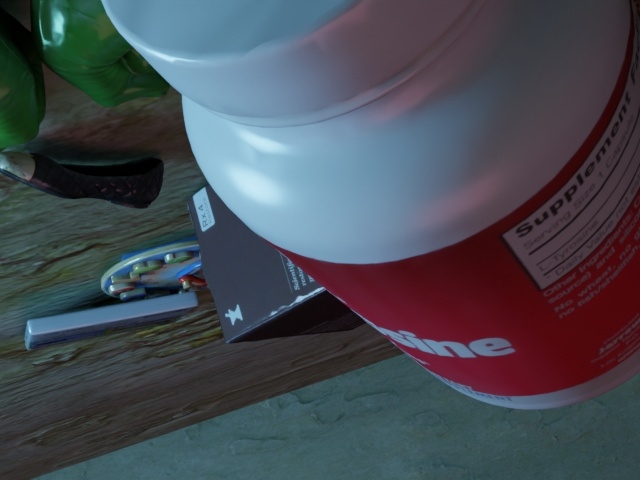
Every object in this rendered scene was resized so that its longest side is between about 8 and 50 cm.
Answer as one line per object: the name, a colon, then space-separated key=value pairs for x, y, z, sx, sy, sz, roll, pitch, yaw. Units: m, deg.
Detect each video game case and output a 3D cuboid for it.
video game case: x=-0.283 y=0.108 z=1.269 sx=0.212 sy=0.023 sz=0.193 roll=-10 pitch=171 yaw=-20

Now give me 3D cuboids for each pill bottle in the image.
pill bottle: x=0.071 y=-0.063 z=0.535 sx=0.229 sy=0.229 sz=0.407 roll=-23 pitch=147 yaw=18

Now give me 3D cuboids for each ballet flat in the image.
ballet flat: x=-0.210 y=-0.062 z=0.837 sx=0.057 sy=0.049 sz=0.173 roll=26 pitch=-169 yaw=34

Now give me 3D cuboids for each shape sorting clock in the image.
shape sorting clock: x=-0.172 y=0.040 z=1.200 sx=0.206 sy=0.040 sz=0.206 roll=-17 pitch=164 yaw=-5

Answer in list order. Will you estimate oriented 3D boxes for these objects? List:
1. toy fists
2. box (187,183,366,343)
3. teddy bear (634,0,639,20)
toy fists: x=-0.170 y=-0.124 z=0.562 sx=0.279 sy=0.096 sz=0.142 roll=-20 pitch=164 yaw=2
box: x=0.000 y=0.000 z=1.018 sx=0.167 sy=0.169 sz=0.203 roll=-30 pitch=161 yaw=39
teddy bear: x=0.261 y=-0.223 z=0.605 sx=0.337 sy=0.113 sz=0.245 roll=-1 pitch=135 yaw=-35
